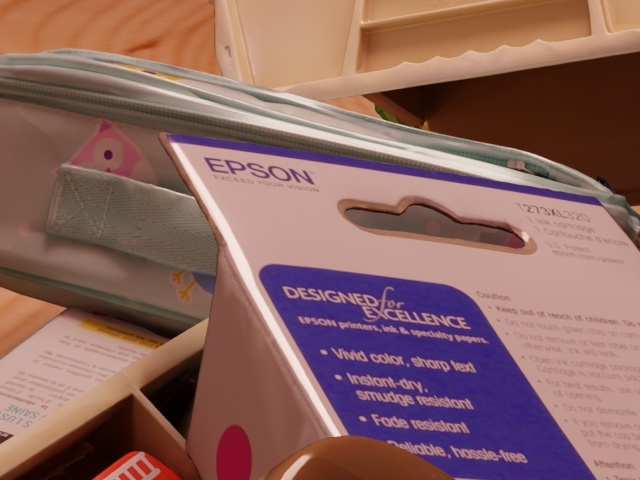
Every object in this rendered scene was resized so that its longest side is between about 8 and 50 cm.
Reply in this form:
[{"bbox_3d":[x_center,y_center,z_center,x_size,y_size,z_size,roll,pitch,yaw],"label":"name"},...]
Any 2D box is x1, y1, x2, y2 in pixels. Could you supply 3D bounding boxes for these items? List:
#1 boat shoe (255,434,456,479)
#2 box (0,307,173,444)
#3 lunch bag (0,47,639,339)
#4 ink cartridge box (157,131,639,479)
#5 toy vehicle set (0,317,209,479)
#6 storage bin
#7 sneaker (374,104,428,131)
[{"bbox_3d":[-0.027,0.185,0.302,0.122,0.110,0.341,40,37,-17],"label":"boat shoe"},{"bbox_3d":[-0.093,0.101,0.605,0.101,0.060,0.244,14,24,17],"label":"box"},{"bbox_3d":[0.000,0.000,0.779,0.279,0.107,0.224,13,-4,15],"label":"lunch bag"},{"bbox_3d":[0.082,0.104,0.501,0.176,0.069,0.371,7,34,-31],"label":"ink cartridge box"},{"bbox_3d":[-0.029,0.119,0.513,0.166,0.035,0.267,46,28,7],"label":"toy vehicle set"},{"bbox_3d":[0.115,-0.101,0.954,0.260,0.123,0.262,-7,-14,25],"label":"storage bin"},{"bbox_3d":[0.137,-0.125,1.294,0.123,0.109,0.295,22,24,26],"label":"sneaker"}]
